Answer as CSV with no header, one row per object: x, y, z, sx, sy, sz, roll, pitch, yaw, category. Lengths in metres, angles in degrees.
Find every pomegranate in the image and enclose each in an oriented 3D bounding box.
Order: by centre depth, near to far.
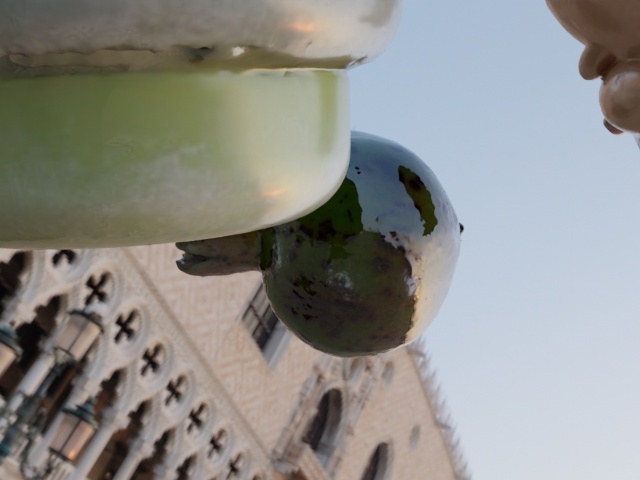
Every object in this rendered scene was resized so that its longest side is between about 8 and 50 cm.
0.000,0.000,0.736,0.248,0.202,0.202,-4,-35,-1,pomegranate

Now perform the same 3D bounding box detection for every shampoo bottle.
-0.116,-0.163,0.478,0.323,0.322,0.317,7,-76,32,shampoo bottle

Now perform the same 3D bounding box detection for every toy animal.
0.278,-0.160,0.673,0.250,0.166,0.154,56,-34,-3,toy animal
